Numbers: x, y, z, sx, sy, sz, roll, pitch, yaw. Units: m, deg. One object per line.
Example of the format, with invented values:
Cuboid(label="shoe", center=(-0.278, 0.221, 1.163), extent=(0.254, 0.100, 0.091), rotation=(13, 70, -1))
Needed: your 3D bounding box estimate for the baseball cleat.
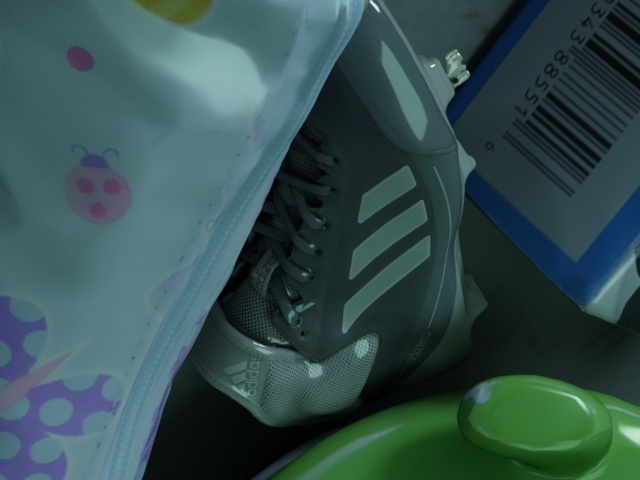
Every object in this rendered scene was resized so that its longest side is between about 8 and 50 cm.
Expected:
Cuboid(label="baseball cleat", center=(0.000, 0.000, 0.609), extent=(0.109, 0.072, 0.206), rotation=(-32, 140, -11))

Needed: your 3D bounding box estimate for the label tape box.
Cuboid(label="label tape box", center=(0.226, -0.062, 0.733), extent=(0.334, 0.106, 0.240), rotation=(20, 111, -50))

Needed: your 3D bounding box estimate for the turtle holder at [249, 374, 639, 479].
Cuboid(label="turtle holder", center=(0.066, 0.155, 0.708), extent=(0.320, 0.243, 0.227), rotation=(-57, -176, -13))

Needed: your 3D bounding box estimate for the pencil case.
Cuboid(label="pencil case", center=(-0.077, 0.005, 0.498), extent=(0.113, 0.124, 0.273), rotation=(-4, 127, -41))
